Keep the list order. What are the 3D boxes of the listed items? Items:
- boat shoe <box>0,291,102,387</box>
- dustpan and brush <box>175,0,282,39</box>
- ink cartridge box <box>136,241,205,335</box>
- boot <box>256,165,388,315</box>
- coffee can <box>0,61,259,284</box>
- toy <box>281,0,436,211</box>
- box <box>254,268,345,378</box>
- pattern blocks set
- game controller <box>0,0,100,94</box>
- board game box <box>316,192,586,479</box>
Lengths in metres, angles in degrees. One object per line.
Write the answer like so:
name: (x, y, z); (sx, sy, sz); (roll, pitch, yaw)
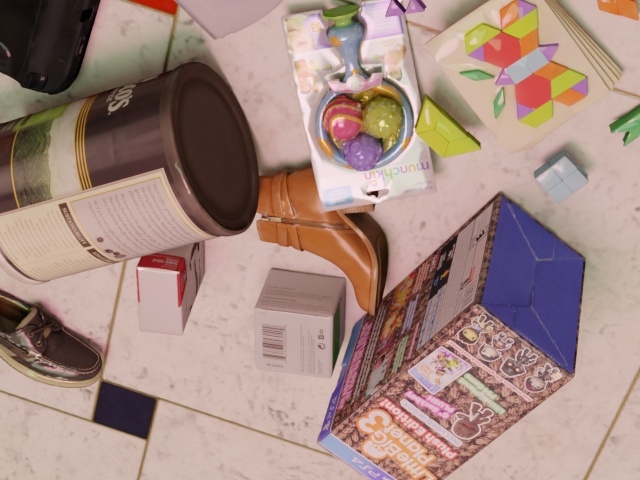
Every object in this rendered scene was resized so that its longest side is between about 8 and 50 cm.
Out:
boat shoe: (-0.391, 0.123, 1.964); (0.223, 0.080, 0.073); (25, 131, 2)
dustpan and brush: (-0.053, -0.305, 1.587); (0.211, 0.060, 0.147); (-20, 155, 15)
ink cartridge box: (-0.182, 0.036, 1.818); (0.056, 0.135, 0.099); (6, 125, 7)
boot: (0.000, 0.000, 1.789); (0.152, 0.073, 0.197); (-3, 111, 14)
coffee can: (-0.238, -0.073, 1.715); (0.275, 0.201, 0.201); (-14, 119, 22)
toy: (0.044, -0.145, 1.659); (0.137, 0.056, 0.237); (-9, 109, 8)
box: (-0.025, 0.104, 1.853); (0.102, 0.087, 0.101); (6, 125, 9)
pattern blocks set: (0.219, -0.193, 1.602); (0.325, 0.026, 0.285); (34, 118, -16)
game controller: (-0.322, -0.316, 1.670); (0.166, 0.067, 0.319); (32, 126, 10)
board game box: (0.156, 0.129, 1.736); (0.141, 0.232, 0.291); (37, 125, -12)
